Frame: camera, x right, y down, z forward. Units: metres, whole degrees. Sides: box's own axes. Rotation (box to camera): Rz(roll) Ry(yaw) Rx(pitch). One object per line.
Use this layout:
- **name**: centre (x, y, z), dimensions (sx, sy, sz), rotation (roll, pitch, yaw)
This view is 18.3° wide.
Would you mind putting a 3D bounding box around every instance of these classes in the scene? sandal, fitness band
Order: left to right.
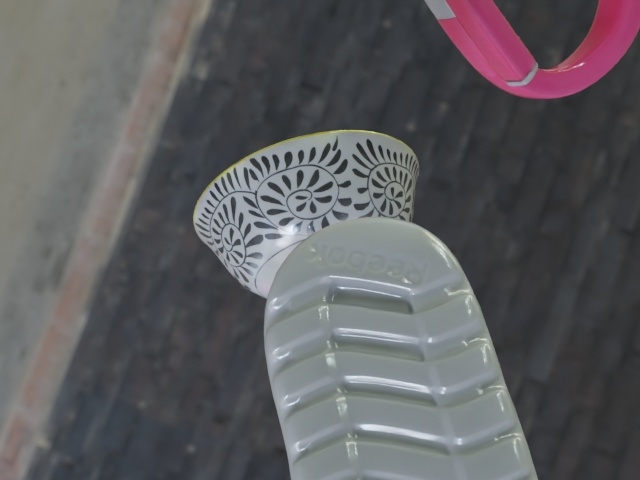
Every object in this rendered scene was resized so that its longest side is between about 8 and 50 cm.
- **sandal**: centre (0.059, 0.190, 1.097), dimensions (0.102, 0.169, 0.416), rotation (72, 14, -70)
- **fitness band**: centre (0.173, -0.254, 1.675), dimensions (0.209, 0.054, 0.291), rotation (-50, 120, -23)

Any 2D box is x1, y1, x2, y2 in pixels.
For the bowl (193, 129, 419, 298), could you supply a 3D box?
- **bowl**: centre (0.000, 0.000, 1.423), dimensions (0.170, 0.170, 0.080), rotation (87, -13, -61)
